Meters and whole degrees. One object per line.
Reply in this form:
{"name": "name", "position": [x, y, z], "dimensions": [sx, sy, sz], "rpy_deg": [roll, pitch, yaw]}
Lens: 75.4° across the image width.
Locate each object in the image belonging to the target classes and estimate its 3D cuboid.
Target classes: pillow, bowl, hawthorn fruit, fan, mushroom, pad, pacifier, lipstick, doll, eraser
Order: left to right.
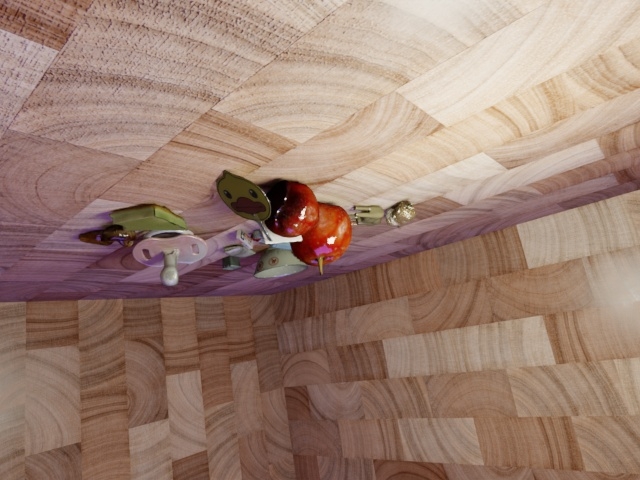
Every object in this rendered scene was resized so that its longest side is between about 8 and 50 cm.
{"name": "mushroom", "position": [-0.835, -0.019, 1.734], "dimensions": [0.135, 0.080, 0.170], "rpy_deg": [2, 168, 4]}
{"name": "pacifier", "position": [-0.688, 0.067, 1.910], "dimensions": [0.332, 0.273, 0.220], "rpy_deg": [-6, -178, -13]}
{"name": "pillow", "position": [-0.468, 0.067, 2.391], "dimensions": [0.128, 0.051, 0.229], "rpy_deg": [-9, 169, 10]}
{"name": "eraser", "position": [-0.380, -0.005, 2.083], "dimensions": [0.029, 0.052, 0.122], "rpy_deg": [-12, 149, 18]}
{"name": "fan", "position": [-0.253, -0.116, 1.473], "dimensions": [0.229, 0.011, 0.335], "rpy_deg": [4, 137, 35]}
{"name": "lipstick", "position": [-0.260, 0.003, 2.235], "dimensions": [0.274, 0.068, 0.061], "rpy_deg": [13, -177, -41]}
{"name": "pad", "position": [-0.174, -0.077, 1.659], "dimensions": [0.156, 0.232, 0.004], "rpy_deg": [-4, 140, -23]}
{"name": "bowl", "position": [-0.252, 0.121, 2.532], "dimensions": [0.337, 0.157, 0.337], "rpy_deg": [-10, 167, -2]}
{"name": "hawthorn fruit", "position": [-0.103, -0.114, 1.580], "dimensions": [0.215, 0.215, 0.250], "rpy_deg": [-16, 178, 25]}
{"name": "hawthorn fruit", "position": [0.000, 0.000, 1.842], "dimensions": [0.287, 0.330, 0.287], "rpy_deg": [0, 154, 0]}
{"name": "doll", "position": [0.406, -0.139, 2.040], "dimensions": [0.115, 0.105, 0.221], "rpy_deg": [36, 146, -7]}

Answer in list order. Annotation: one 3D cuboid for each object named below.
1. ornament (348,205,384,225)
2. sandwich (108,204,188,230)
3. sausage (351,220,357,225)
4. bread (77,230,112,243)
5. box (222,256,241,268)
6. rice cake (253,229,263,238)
{"name": "ornament", "position": [0.240, -0.116, 2.101], "dimensions": [0.245, 0.061, 0.230], "rpy_deg": [0, 165, -23]}
{"name": "sandwich", "position": [-0.684, -0.077, 1.648], "dimensions": [0.212, 0.063, 0.245], "rpy_deg": [-8, 166, 9]}
{"name": "sausage", "position": [0.204, -0.095, 2.241], "dimensions": [0.116, 0.026, 0.026], "rpy_deg": [-8, 166, -6]}
{"name": "bread", "position": [-0.956, -0.004, 1.786], "dimensions": [0.126, 0.044, 0.129], "rpy_deg": [-10, 170, 8]}
{"name": "box", "position": [-0.559, 0.142, 2.595], "dimensions": [0.084, 0.069, 0.122], "rpy_deg": [-16, 165, 20]}
{"name": "rice cake", "position": [-0.242, -0.026, 2.170], "dimensions": [0.245, 0.045, 0.042], "rpy_deg": [2, 165, -40]}
